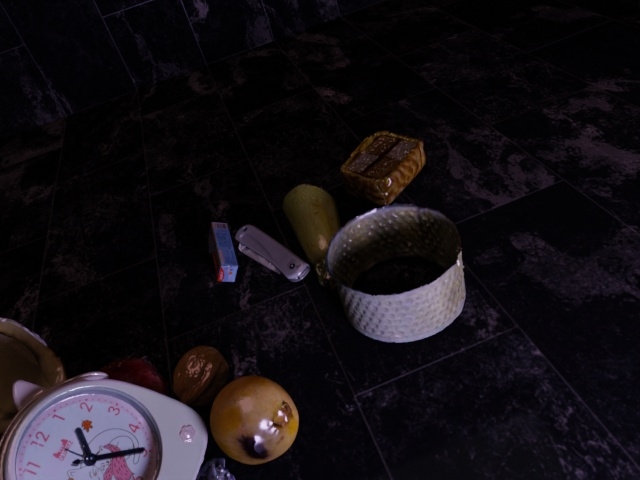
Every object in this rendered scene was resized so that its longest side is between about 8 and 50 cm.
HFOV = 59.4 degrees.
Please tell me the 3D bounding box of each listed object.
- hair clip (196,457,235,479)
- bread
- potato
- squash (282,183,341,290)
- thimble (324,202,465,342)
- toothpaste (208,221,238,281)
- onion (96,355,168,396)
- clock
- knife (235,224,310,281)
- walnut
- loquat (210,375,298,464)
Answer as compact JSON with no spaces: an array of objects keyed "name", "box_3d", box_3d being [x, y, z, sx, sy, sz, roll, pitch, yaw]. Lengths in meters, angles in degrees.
[{"name":"hair clip","box_3d":[-0.172,0.438,0.890,0.124,0.052,0.195,-15,43,13]},{"name":"bread","box_3d":[0.164,-0.193,1.488,0.182,0.096,0.222,18,52,37]},{"name":"potato","box_3d":[-0.676,0.280,1.125,0.243,0.285,0.242,-23,50,31]},{"name":"squash","box_3d":[0.013,-0.010,1.317,0.137,0.137,0.287,-22,44,-5]},{"name":"thimble","box_3d":[0.153,0.063,1.136,0.271,0.149,0.270,-11,38,9]},{"name":"toothpaste","box_3d":[-0.248,0.035,1.415,0.044,0.070,0.193,4,33,-21]},{"name":"onion","box_3d":[-0.383,0.300,1.064,0.184,0.147,0.183,-8,54,11]},{"name":"clock","box_3d":[-0.359,0.346,0.878,0.324,0.108,0.265,30,48,-12]},{"name":"knife","box_3d":[-0.124,0.032,1.376,0.073,0.040,0.266,-46,45,-15]},{"name":"walnut","box_3d":[-0.234,0.264,1.088,0.105,0.105,0.124,10,50,31]},{"name":"loquat","box_3d":[-0.112,0.302,0.947,0.163,0.163,0.137,-1,54,20]}]
